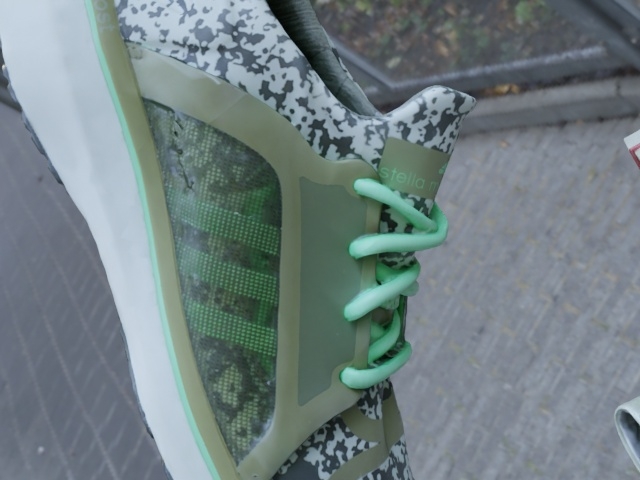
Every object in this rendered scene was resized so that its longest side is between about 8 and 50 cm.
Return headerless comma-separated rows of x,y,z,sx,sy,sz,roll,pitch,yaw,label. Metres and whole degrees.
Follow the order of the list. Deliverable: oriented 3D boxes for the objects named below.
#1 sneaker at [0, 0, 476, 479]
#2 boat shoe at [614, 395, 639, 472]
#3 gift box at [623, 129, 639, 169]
0.000,0.000,0.512,0.182,0.410,0.158,-24,3,17,sneaker
0.366,0.262,0.971,0.109,0.094,0.302,90,162,-47,boat shoe
0.484,-0.067,1.139,0.255,0.276,0.258,-25,16,14,gift box
